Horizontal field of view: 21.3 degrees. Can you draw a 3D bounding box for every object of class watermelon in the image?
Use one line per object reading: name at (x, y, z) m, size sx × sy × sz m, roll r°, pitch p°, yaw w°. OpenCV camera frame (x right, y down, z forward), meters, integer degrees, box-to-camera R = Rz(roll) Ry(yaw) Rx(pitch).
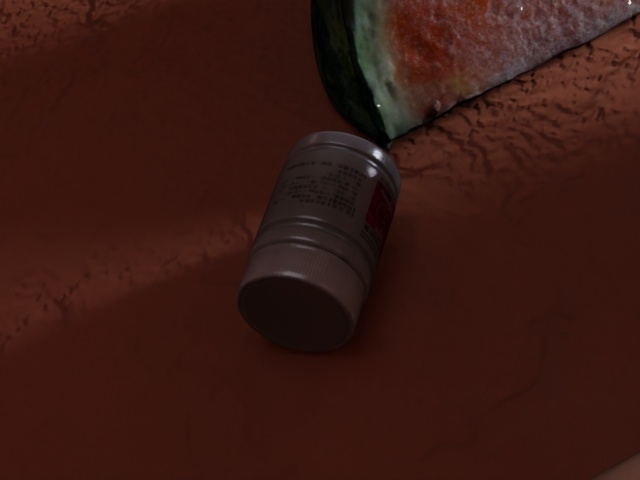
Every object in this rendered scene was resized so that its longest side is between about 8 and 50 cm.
watermelon at (0.072, -0.150, 0.874) m, size 0.202 × 0.136 × 0.207 m, roll -6°, pitch 61°, yaw 23°

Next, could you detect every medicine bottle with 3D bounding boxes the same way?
medicine bottle at (0.000, 0.000, 0.795) m, size 0.058 × 0.058 × 0.091 m, roll 2°, pitch 49°, yaw 22°

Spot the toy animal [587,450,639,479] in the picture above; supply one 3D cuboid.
toy animal at (0.146, 0.149, 0.511) m, size 0.256 × 0.195 × 0.213 m, roll -26°, pitch 53°, yaw -9°
